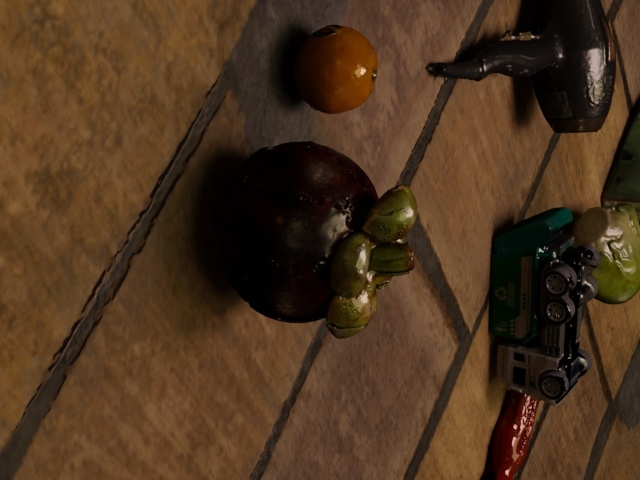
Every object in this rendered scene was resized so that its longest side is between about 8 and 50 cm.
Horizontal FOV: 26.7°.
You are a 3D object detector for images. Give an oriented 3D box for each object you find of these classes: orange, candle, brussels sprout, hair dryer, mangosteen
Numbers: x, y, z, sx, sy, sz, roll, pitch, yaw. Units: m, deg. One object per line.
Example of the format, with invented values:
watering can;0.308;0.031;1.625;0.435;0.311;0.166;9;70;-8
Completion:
orange;0.015;-0.158;1.251;0.083;0.083;0.083;-27;122;-54
candle;0.281;0.226;1.877;0.051;0.048;0.329;60;46;-67
brussels sprout;0.420;0.022;1.982;0.155;0.117;0.155;28;55;-50
hair dryer;0.239;-0.260;1.615;0.359;0.120;0.304;-19;108;-47
mangosteen;0.000;0.000;1.177;0.166;0.180;0.166;-40;141;-44

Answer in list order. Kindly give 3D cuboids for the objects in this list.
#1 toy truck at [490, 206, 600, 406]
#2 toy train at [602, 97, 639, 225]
toy truck;0.294;0.084;1.774;0.114;0.124;0.253;-29;126;-53
toy train;0.558;-0.135;2.162;0.159;0.129;0.326;54;53;-45
